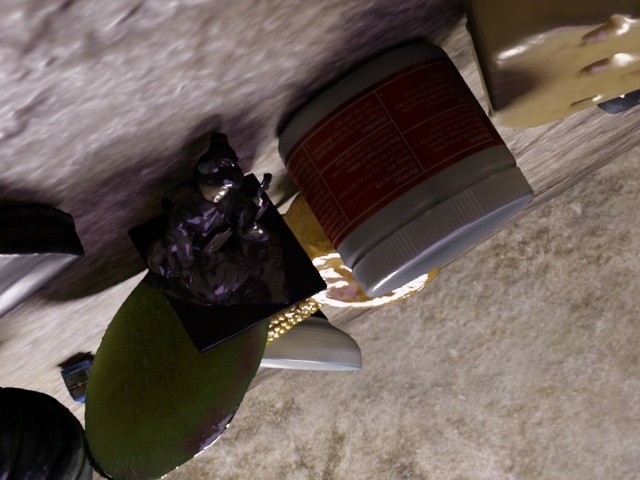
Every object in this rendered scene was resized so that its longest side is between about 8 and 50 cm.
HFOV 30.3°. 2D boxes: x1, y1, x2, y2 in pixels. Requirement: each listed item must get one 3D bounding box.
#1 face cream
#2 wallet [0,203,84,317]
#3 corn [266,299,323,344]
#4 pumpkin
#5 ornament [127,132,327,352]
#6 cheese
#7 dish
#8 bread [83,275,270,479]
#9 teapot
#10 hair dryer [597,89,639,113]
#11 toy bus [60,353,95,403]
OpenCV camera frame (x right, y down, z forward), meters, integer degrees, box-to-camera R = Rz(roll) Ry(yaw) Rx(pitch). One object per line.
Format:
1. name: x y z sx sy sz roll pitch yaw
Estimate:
1. face cream: 0.083 -0.071 1.191 0.201 0.187 0.201 -31 170 -6
2. wallet: -0.396 0.098 0.957 0.406 0.062 0.228 -34 170 12
3. corn: -0.132 0.126 1.746 0.363 0.120 0.120 -33 170 6
4. pumpkin: -0.387 0.250 1.347 0.249 0.216 0.250 -10 153 -5
5. ornament: -0.089 -0.018 1.125 0.166 0.153 0.196 -28 160 -20
6. cheese: 0.316 -0.223 1.132 0.383 0.104 0.384 -13 172 -2
7. dish: -0.059 0.160 2.123 0.273 0.134 0.273 3 170 0
8. bread: -0.168 0.122 1.288 0.301 0.301 0.045 -36 128 26
9. teapot: 0.037 -0.023 1.445 0.311 0.167 0.203 -16 148 19
10. hair dryer: 0.371 -0.226 1.652 0.271 0.091 0.235 -24 159 -17
11. toy bus: -0.326 0.201 1.688 0.051 0.061 0.153 -26 172 0
